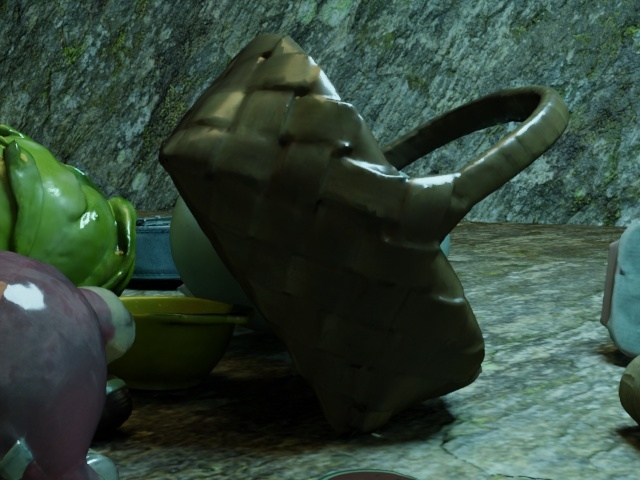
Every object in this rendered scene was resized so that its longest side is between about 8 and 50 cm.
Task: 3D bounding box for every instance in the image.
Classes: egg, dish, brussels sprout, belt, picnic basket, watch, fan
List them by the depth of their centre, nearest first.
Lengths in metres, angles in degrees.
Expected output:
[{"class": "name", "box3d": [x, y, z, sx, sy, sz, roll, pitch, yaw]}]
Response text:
[{"class": "fan", "box3d": [0.012, 0.161, 0.503, 0.134, 0.005, 0.085, 0, 7, -15]}, {"class": "picnic basket", "box3d": [0.062, -0.044, 0.692, 0.338, 0.337, 0.293, 0, 7, -11]}, {"class": "dish", "box3d": [-0.149, 0.096, 0.745, 0.208, 0.080, 0.149, 4, 3, 36]}, {"class": "watch", "box3d": [0.460, 0.061, 0.862, 0.253, 0.161, 0.241, 10, 4, 44]}, {"class": "brussels sprout", "box3d": [-0.365, -0.013, 0.960, 0.295, 0.227, 0.259, 4, -24, 22]}, {"class": "egg", "box3d": [0.000, 0.000, 0.962, 0.371, 0.229, 0.230, 4, 4, -35]}, {"class": "belt", "box3d": [-0.217, 0.012, 1.335, 0.268, 0.116, 0.206, -2, 2, 1]}]

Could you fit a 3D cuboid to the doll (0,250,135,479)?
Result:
[{"class": "doll", "box3d": [-0.232, 0.094, 0.420, 0.256, 0.152, 0.196, -10, 16, 2]}]

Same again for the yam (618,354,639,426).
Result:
[{"class": "yam", "box3d": [0.255, 0.131, 0.478, 0.081, 0.081, 0.356, 1, 6, 4]}]

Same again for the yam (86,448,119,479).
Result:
[{"class": "yam", "box3d": [-0.224, 0.132, 0.552, 0.264, 0.046, 0.046, 6, 8, 44]}]

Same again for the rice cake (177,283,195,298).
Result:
[{"class": "rice cake", "box3d": [-0.073, 0.061, 1.202, 0.290, 0.051, 0.081, -3, 8, -32]}]

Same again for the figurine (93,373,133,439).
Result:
[{"class": "figurine", "box3d": [-0.187, 0.125, 0.627, 0.060, 0.047, 0.106, -29, 19, -30]}]
